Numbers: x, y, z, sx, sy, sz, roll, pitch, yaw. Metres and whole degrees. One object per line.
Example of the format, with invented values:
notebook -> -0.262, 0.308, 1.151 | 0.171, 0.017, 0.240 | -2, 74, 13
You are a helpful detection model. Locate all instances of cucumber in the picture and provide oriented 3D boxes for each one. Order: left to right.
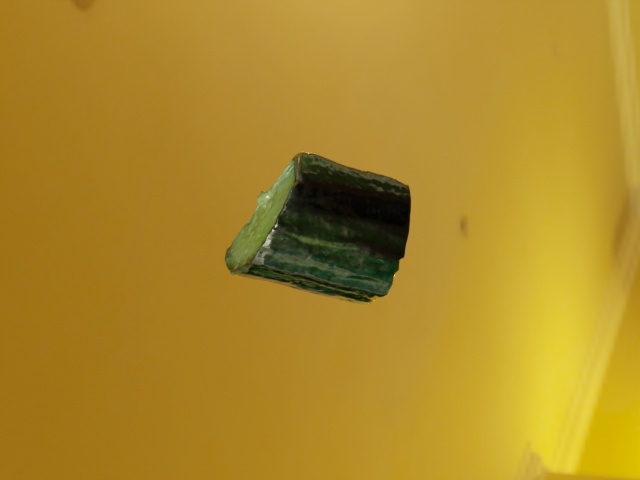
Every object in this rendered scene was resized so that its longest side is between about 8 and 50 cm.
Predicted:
cucumber -> 0.000, 0.000, 0.896 | 0.062, 0.115, 0.116 | -95, 26, -46
